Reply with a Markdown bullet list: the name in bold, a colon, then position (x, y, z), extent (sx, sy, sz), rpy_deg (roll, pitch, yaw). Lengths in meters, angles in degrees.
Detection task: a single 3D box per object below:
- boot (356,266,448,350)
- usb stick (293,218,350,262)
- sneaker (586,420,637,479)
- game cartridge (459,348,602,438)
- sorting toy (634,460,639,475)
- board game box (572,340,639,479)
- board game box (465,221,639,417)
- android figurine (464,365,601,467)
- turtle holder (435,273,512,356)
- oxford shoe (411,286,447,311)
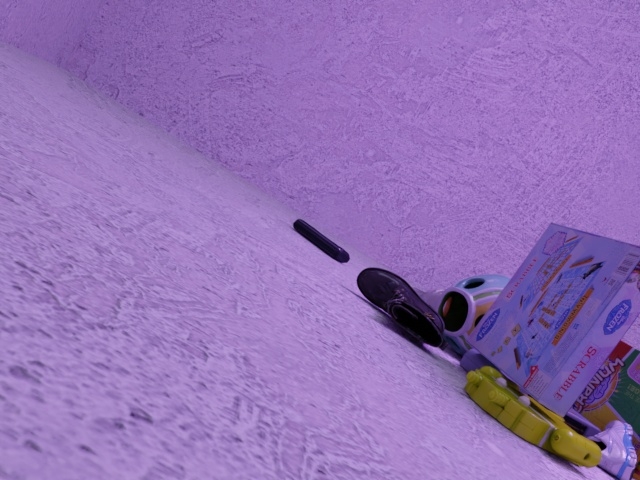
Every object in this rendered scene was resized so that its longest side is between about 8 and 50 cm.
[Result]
- **boot**: position (0.176, 0.141, 1.383), extent (0.263, 0.091, 0.229), rpy_deg (35, 4, 15)
- **usb stick**: position (0.000, 0.000, 2.129), extent (0.077, 0.045, 0.278), rpy_deg (38, -1, -43)
- **sneaker**: position (0.567, 0.399, 1.245), extent (0.083, 0.071, 0.191), rpy_deg (20, 13, 16)
- **game cartridge**: position (0.452, 0.337, 1.370), extent (0.297, 0.062, 0.198), rpy_deg (30, 8, -21)
- **sorting toy**: position (0.702, 0.503, 1.172), extent (0.275, 0.046, 0.132), rpy_deg (30, -5, 15)
- **board game box**: position (0.653, 0.346, 1.439), extent (0.064, 0.242, 0.316), rpy_deg (28, 5, -29)
- **board game box**: position (0.450, 0.130, 1.200), extent (0.066, 0.318, 0.318), rpy_deg (35, 3, -13)
- **android figurine**: position (0.361, 0.301, 1.095), extent (0.273, 0.056, 0.248), rpy_deg (32, 4, -26)
- **turtle holder**: position (0.421, 0.214, 1.523), extent (0.227, 0.243, 0.320), rpy_deg (16, 29, -25)
- **oxford shoe**: position (0.393, 0.215, 1.901), extent (0.169, 0.130, 0.449), rpy_deg (29, 3, -18)
